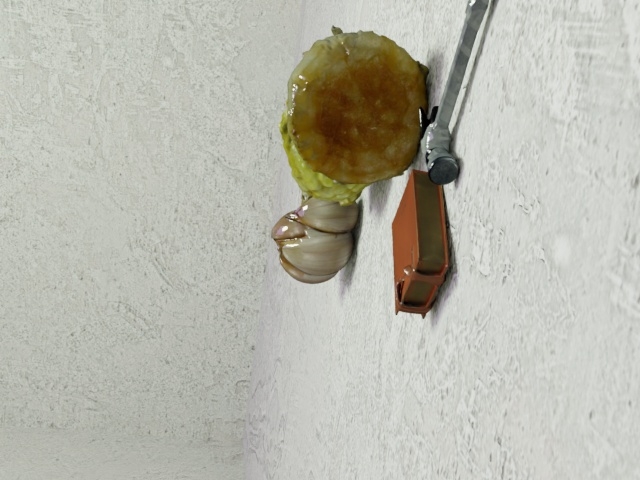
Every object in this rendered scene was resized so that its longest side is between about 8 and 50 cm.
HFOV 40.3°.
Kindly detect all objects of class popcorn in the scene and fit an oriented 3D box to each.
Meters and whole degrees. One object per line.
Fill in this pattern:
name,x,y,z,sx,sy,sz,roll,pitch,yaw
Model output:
popcorn,0.030,-0.184,1.676,0.251,0.206,0.237,81,169,-50

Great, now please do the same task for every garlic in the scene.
garlic,0.000,0.000,1.872,0.214,0.191,0.160,-41,68,61

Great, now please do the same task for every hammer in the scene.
hammer,0.205,-0.283,1.160,0.152,0.044,0.426,-95,16,-53

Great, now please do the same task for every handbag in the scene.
handbag,0.143,0.006,1.277,0.127,0.063,0.190,107,168,-48

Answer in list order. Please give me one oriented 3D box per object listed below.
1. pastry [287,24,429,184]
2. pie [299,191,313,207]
pastry,0.055,-0.214,1.417,0.121,0.236,0.256,-132,49,-66
pie,0.013,-0.178,1.972,0.274,0.055,0.274,24,-90,-89
